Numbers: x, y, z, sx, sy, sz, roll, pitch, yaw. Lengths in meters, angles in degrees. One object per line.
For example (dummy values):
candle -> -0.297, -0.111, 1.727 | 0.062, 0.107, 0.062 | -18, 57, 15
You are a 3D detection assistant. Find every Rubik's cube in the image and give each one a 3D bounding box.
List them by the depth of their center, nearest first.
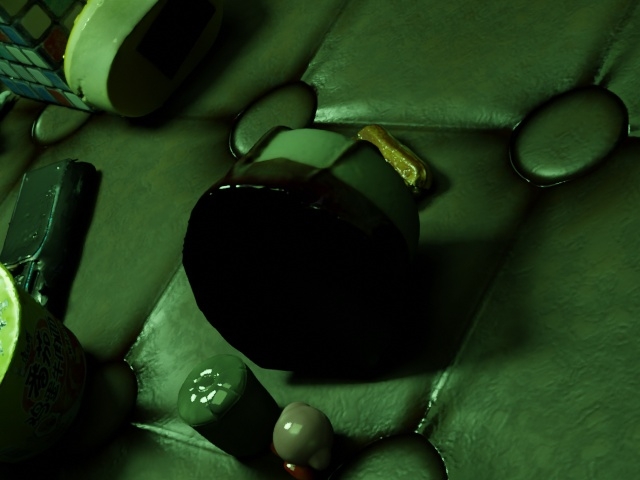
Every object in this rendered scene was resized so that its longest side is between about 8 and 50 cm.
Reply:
Rubik's cube -> -0.455, -0.424, 2.205 | 0.293, 0.287, 0.292 | 20, 68, 47

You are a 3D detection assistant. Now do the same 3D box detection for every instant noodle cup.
instant noodle cup -> -0.436, 0.161, 1.660 | 0.264, 0.200, 0.264 | -11, 63, 22

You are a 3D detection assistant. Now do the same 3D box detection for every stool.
stool -> -0.103, 0.192, 1.477 | 0.096, 0.110, 0.096 | -23, 41, 22

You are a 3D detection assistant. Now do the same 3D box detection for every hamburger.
hamburger -> -0.288, -0.336, 2.045 | 0.151, 0.227, 0.295 | 34, 73, 26

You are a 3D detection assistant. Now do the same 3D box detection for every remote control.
remote control -> -0.435, 0.034, 1.928 | 0.144, 0.062, 0.399 | -17, 45, 24

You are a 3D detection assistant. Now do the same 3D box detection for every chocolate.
chocolate -> 0.000, 0.000, 1.494 | 0.283, 0.284, 0.186 | -6, 28, 34

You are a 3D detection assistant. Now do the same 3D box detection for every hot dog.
hot dog -> 0.083, -0.099, 1.658 | 0.071, 0.045, 0.165 | -42, 39, 0

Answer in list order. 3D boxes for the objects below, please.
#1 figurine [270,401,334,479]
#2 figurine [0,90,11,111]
figurine -> -0.018, 0.219, 1.418 | 0.083, 0.067, 0.071 | 42, 104, 35
figurine -> -0.662, -0.222, 2.298 | 0.193, 0.140, 0.265 | -53, 14, 11
